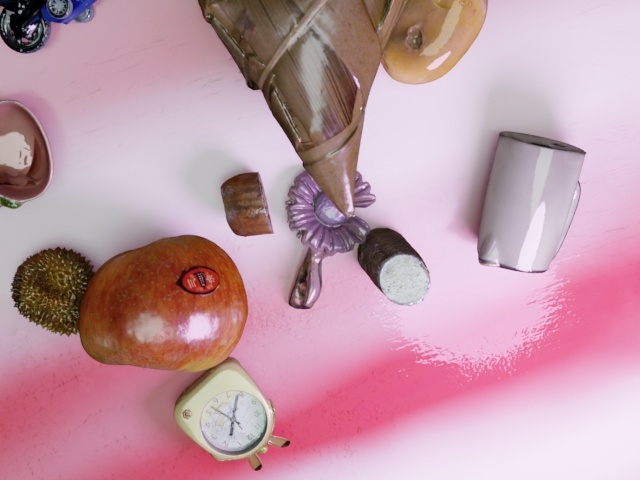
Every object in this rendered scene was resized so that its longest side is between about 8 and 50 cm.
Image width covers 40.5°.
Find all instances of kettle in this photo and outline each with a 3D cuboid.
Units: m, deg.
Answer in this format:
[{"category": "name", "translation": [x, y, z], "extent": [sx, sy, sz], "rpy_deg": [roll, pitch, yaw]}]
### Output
[{"category": "kettle", "translation": [0.420, -0.069, 1.684], "extent": [0.240, 0.165, 0.255], "rpy_deg": [-1, 108, -37]}]

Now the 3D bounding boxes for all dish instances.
[{"category": "dish", "translation": [-0.579, -0.154, 1.556], "extent": [0.213, 0.090, 0.213], "rpy_deg": [-2, 102, -7]}]

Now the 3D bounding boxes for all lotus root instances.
[{"category": "lotus root", "translation": [-0.133, -0.063, 1.629], "extent": [0.081, 0.112, 0.122], "rpy_deg": [-16, 75, 7]}]

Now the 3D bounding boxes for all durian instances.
[{"category": "durian", "translation": [-0.492, 0.089, 1.615], "extent": [0.168, 0.137, 0.158], "rpy_deg": [24, 81, 1]}]

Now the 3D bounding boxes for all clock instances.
[{"category": "clock", "translation": [-0.169, 0.364, 1.747], "extent": [0.170, 0.069, 0.232], "rpy_deg": [-41, 100, -1]}]

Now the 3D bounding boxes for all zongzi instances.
[{"category": "zongzi", "translation": [0.111, -0.360, 1.498], "extent": [0.500, 0.218, 0.467], "rpy_deg": [-34, 97, 3]}]

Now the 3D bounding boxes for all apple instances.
[{"category": "apple", "translation": [-0.284, 0.110, 1.569], "extent": [0.277, 0.309, 0.250], "rpy_deg": [1, 83, 30]}]

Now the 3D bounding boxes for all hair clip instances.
[{"category": "hair clip", "translation": [0.000, 0.004, 1.684], "extent": [0.173, 0.069, 0.300], "rpy_deg": [12, 103, -10]}]

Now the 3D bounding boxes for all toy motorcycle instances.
[{"category": "toy motorcycle", "translation": [-0.455, -0.458, 1.485], "extent": [0.315, 0.113, 0.169], "rpy_deg": [-35, 96, 11]}]

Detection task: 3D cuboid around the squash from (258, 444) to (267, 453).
[{"category": "squash", "translation": [-0.154, 0.429, 1.800], "extent": [0.089, 0.027, 0.027], "rpy_deg": [2, 105, -4]}]

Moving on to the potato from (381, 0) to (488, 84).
[{"category": "potato", "translation": [0.205, -0.386, 1.573], "extent": [0.146, 0.150, 0.234], "rpy_deg": [18, 117, -49]}]

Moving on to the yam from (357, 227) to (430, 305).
[{"category": "yam", "translation": [0.140, 0.050, 1.651], "extent": [0.107, 0.194, 0.107], "rpy_deg": [-3, 107, -9]}]
